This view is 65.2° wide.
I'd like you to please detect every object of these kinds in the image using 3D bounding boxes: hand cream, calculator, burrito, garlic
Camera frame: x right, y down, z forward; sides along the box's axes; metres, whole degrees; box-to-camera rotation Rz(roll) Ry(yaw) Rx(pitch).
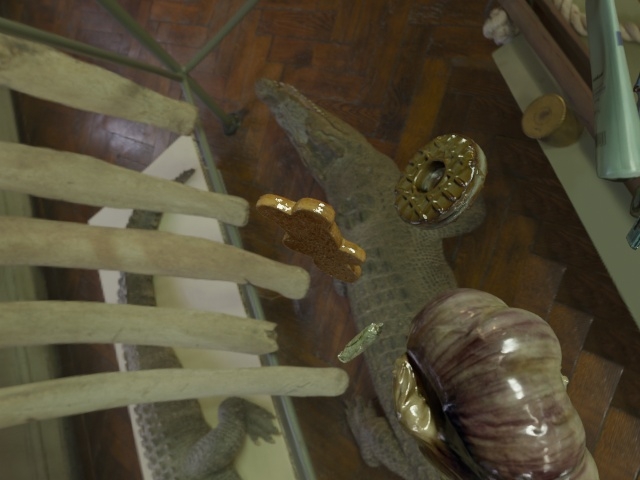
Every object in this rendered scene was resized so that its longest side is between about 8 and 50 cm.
[{"bbox_3d":[0.420,-0.243,0.736,0.067,0.109,0.320,-10,90,17],"label":"hand cream"},{"bbox_3d":[0.627,-0.063,0.940,0.018,0.057,0.171,20,122,10],"label":"calculator"},{"bbox_3d":[0.117,0.298,1.461,0.188,0.058,0.045,-46,63,29],"label":"burrito"},{"bbox_3d":[0.154,0.167,0.504,0.161,0.245,0.244,-17,73,-8],"label":"garlic"}]

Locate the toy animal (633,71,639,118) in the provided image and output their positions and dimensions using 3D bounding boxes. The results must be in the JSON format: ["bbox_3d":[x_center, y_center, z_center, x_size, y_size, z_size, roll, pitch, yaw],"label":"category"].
[{"bbox_3d":[0.733,-0.250,1.099,0.176,0.255,0.239,-59,34,-2],"label":"toy animal"}]

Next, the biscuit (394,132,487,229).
[{"bbox_3d":[0.366,-0.184,1.566,0.332,0.103,0.331,-37,39,37],"label":"biscuit"}]

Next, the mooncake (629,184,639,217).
[{"bbox_3d":[0.765,-0.073,1.069,0.168,0.175,0.104,38,119,52],"label":"mooncake"}]

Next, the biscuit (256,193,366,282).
[{"bbox_3d":[0.000,-0.001,0.844,0.166,0.250,0.036,12,65,36],"label":"biscuit"}]
